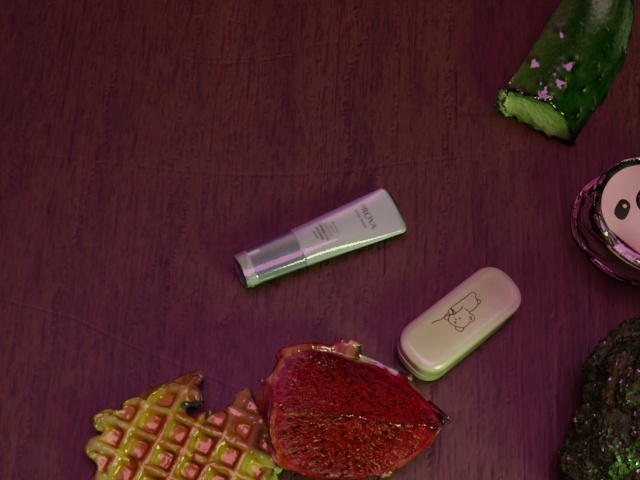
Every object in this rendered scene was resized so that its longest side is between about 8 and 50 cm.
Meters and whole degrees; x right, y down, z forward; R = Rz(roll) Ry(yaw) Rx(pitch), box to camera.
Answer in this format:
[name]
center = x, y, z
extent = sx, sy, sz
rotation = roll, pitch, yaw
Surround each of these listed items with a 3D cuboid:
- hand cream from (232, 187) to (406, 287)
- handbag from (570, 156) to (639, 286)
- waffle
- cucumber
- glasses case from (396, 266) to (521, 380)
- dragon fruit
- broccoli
[hand cream]
center = 0.000, 0.000, 1.732
extent = 0.255, 0.048, 0.079
rotation = -23, 69, -12
[handbag]
center = 0.466, -0.026, 1.729
extent = 0.205, 0.116, 0.179
rotation = 33, 71, 9
[waffle]
center = -0.174, 0.301, 1.597
extent = 0.261, 0.056, 0.250
rotation = -19, 70, -12
[cucumber]
center = 0.402, -0.306, 1.853
extent = 0.145, 0.105, 0.325
rotation = 29, 67, 10
[glasses case]
center = 0.194, 0.115, 1.686
extent = 0.196, 0.050, 0.083
rotation = -37, 71, -21
[dragon fruit]
center = 0.023, 0.224, 1.612
extent = 0.274, 0.126, 0.161
rotation = 10, 35, -24
[broccoli]
center = 0.496, 0.228, 1.540
extent = 0.413, 0.310, 0.321
rotation = -17, 75, 26
